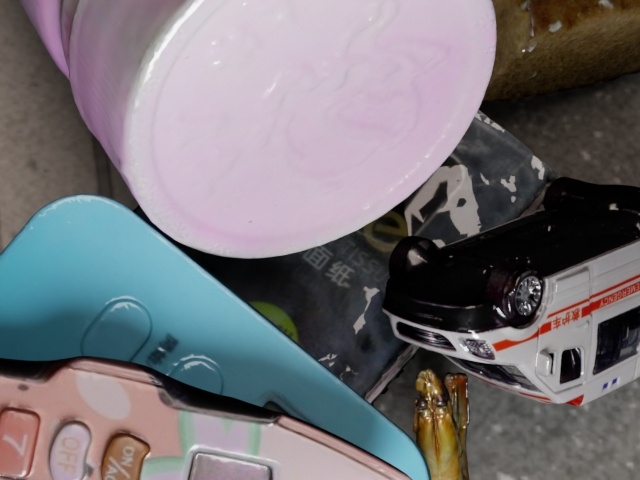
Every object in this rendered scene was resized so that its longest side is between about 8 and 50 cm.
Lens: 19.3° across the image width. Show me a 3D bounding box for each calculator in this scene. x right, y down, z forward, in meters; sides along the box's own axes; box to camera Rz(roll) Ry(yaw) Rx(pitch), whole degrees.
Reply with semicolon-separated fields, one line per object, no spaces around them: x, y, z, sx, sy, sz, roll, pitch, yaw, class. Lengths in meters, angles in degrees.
-0.128;0.162;0.903;0.329;0.048;0.220;12;91;-5;calculator

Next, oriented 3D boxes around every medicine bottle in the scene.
-0.067;-0.170;1.016;0.212;0.212;0.325;-17;46;-17;medicine bottle

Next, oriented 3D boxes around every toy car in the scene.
0.124;0.039;1.029;0.209;0.108;0.089;-20;26;-41;toy car

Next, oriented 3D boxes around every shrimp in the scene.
0.066;0.098;1.014;0.025;0.127;0.091;-2;50;11;shrimp

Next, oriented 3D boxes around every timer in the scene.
-0.095;0.130;0.950;0.250;0.091;0.232;38;85;6;timer

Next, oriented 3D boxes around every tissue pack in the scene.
0.000;0.000;1.075;0.173;0.073;0.235;39;65;11;tissue pack

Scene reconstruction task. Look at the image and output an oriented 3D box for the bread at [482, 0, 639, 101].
0.079;-0.278;1.191;0.165;0.113;0.416;-10;65;-34;bread
